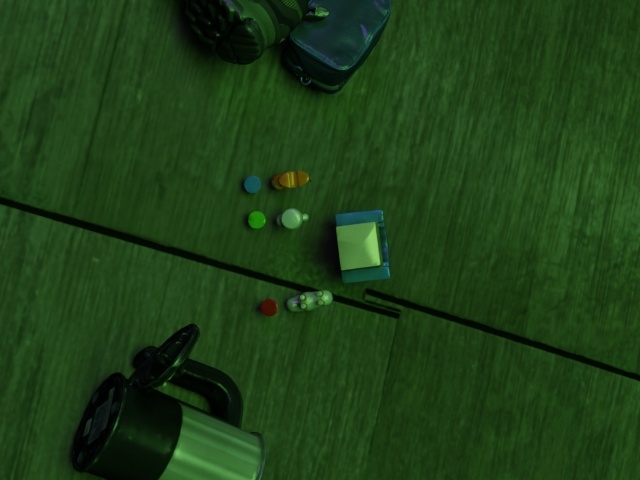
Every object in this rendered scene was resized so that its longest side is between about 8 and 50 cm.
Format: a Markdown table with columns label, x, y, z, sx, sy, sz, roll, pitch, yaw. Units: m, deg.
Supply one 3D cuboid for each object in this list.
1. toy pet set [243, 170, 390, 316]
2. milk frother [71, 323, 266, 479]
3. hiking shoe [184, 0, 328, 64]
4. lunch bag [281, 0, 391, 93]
| label | x | y | z | sx | sy | sz | roll | pitch | yaw |
| --- | --- | --- | --- | --- | --- | --- | --- | --- | --- |
| toy pet set | 0.000 | 0.000 | 1.268 | 0.114 | 0.065 | 0.122 | -7 | 88 | 6 |
| milk frother | -0.101 | 0.144 | 1.145 | 0.135 | 0.143 | 0.129 | 26 | 69 | -23 |
| hiking shoe | -0.088 | -0.259 | 1.203 | 0.114 | 0.086 | 0.227 | -33 | 95 | -36 |
| lunch bag | 0.011 | -0.175 | 1.263 | 0.067 | 0.065 | 0.098 | 35 | 72 | 3 |
